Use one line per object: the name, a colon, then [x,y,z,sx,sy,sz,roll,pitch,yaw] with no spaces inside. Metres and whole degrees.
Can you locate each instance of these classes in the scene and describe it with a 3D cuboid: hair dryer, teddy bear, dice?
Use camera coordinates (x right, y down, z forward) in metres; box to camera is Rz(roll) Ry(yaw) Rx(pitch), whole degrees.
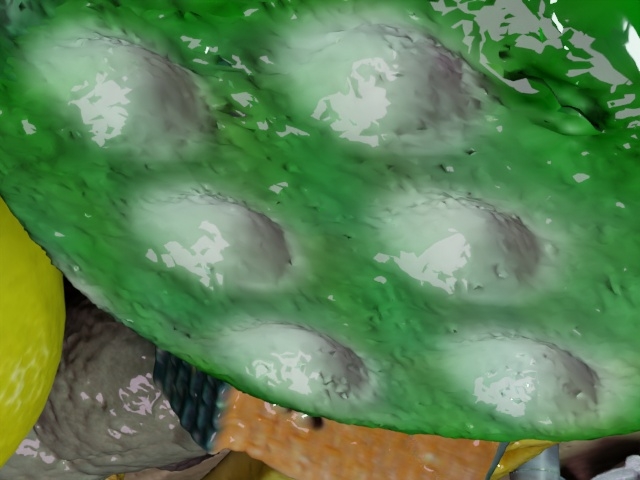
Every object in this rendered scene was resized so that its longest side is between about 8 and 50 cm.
hair dryer: [0.178,0.192,1.310,0.037,0.063,0.114,-10,155,28]
teddy bear: [-0.154,0.097,1.188,0.267,0.151,0.236,-18,134,37]
dice: [0.044,-0.110,0.678,0.287,0.300,0.297,-1,145,24]

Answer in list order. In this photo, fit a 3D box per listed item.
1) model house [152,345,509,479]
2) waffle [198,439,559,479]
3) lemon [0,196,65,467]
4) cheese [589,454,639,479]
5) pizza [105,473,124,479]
model house: [0.000,0.000,0.953,0.301,0.190,0.271,21,129,6]
waffle: [0.054,0.138,1.175,0.248,0.055,0.221,-5,156,-32]
lemon: [-0.311,0.020,0.977,0.348,0.348,0.348,9,147,6]
cheese: [0.268,0.223,1.324,0.135,0.052,0.244,5,147,16]
pizza: [-0.184,0.194,1.471,0.037,0.016,0.083,11,151,1]
